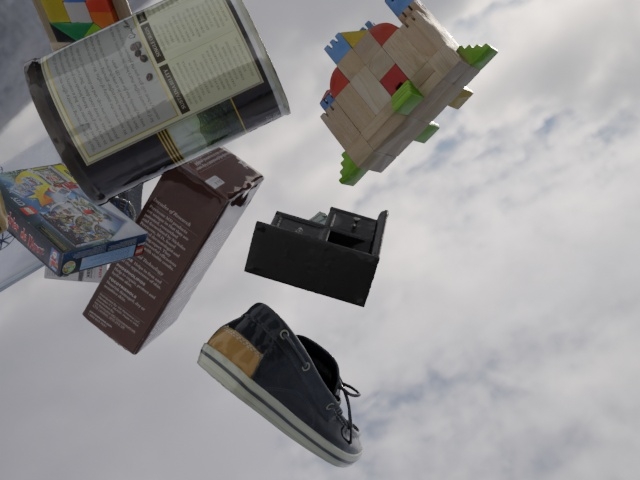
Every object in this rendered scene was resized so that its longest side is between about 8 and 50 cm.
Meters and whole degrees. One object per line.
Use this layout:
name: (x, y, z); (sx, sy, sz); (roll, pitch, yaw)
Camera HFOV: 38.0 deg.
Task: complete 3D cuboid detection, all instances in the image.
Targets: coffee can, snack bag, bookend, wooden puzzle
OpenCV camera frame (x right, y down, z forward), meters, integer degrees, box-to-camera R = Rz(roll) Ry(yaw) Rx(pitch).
coffee can: (-0.203, -0.193, 1.185); (0.275, 0.201, 0.201); (-26, -154, -2)
snack bag: (-0.577, -0.023, 1.657); (0.323, 0.037, 0.342); (-30, -137, -1)
bookend: (0.000, 0.000, 1.198); (0.157, 0.156, 0.072); (-68, 175, -65)
wooden puzzle: (-0.511, -0.494, 1.968); (0.221, 0.239, 0.044); (4, -136, 15)

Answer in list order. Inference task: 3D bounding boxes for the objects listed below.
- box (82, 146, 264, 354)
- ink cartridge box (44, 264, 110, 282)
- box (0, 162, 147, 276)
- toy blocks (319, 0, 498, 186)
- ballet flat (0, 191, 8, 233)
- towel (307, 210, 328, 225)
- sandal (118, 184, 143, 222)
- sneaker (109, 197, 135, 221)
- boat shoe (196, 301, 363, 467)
box: (-0.277, 0.011, 1.750); (0.381, 0.143, 0.191); (-54, 176, 23)
ink cartridge box: (-0.535, 0.041, 2.055); (0.056, 0.135, 0.099); (160, -66, -81)
box: (-0.405, -0.038, 1.443); (0.233, 0.044, 0.159); (36, -148, 28)
toy blocks: (0.122, -0.329, 1.845); (0.381, 0.190, 0.261); (-46, -116, 23)
ballet flat: (-0.351, 0.009, 0.713); (0.232, 0.073, 0.080); (-29, 174, -24)
towel: (0.003, -0.006, 2.127); (0.113, 0.152, 0.023); (-31, -127, 20)
sandal: (-0.448, -0.137, 2.147); (0.054, 0.255, 0.097); (14, -167, 18)
sneaker: (-0.481, -0.039, 1.928); (0.211, 0.080, 0.081); (-19, -168, -42)
boat shoe: (-0.029, 0.258, 1.601); (0.187, 0.500, 0.156); (29, -103, 37)
